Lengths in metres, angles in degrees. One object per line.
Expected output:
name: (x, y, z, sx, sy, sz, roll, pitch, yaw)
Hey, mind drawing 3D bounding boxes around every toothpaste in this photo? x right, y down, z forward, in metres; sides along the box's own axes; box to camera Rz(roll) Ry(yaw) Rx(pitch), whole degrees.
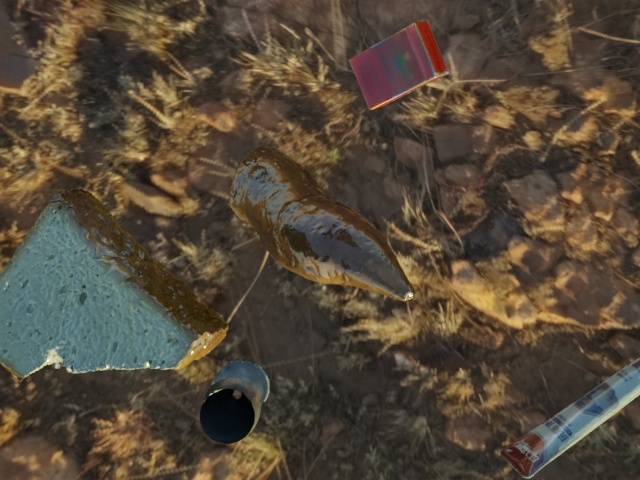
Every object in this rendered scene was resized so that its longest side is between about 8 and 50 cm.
toothpaste: (0.346, 0.231, 1.108, 0.239, 0.062, 0.039, -32, 120, -9)

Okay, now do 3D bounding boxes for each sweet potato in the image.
sweet potato: (-0.001, -0.001, 1.173, 0.336, 0.131, 0.131, 42, 104, 36)

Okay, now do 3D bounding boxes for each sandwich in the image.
sandwich: (-0.294, 0.107, 1.095, 0.288, 0.099, 0.254, 40, 106, 9)

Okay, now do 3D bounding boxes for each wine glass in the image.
wine glass: (-0.084, 0.161, 0.846, 0.066, 0.198, 0.066, 0, 88, -2)

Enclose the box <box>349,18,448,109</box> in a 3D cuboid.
box: (0.147, -0.334, 1.603, 0.175, 0.048, 0.112, -19, 94, 43)
